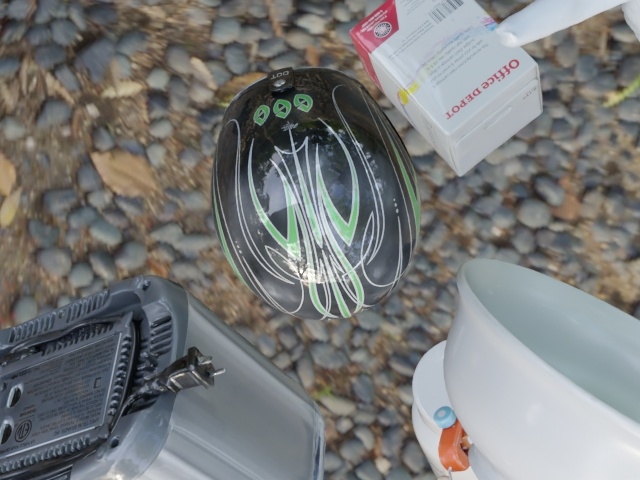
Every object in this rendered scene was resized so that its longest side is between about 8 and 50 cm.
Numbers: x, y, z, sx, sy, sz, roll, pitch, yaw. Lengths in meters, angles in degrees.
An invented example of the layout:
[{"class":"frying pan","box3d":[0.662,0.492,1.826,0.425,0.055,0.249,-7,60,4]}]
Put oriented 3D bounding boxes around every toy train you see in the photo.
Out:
[{"class":"toy train","box3d":[0.149,0.230,1.195,0.046,0.125,0.166,-13,125,32]}]

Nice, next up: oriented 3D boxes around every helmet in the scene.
[{"class":"helmet","box3d":[-0.003,-0.026,0.983,0.169,0.169,0.162,-5,57,-11]}]

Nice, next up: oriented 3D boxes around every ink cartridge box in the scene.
[{"class":"ink cartridge box","box3d":[0.143,-0.187,1.490,0.128,0.127,0.176,-38,67,-2]}]

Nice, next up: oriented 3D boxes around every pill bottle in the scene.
[{"class":"pill bottle","box3d":[0.167,0.195,1.436,0.131,0.131,0.229,-33,148,-4]}]

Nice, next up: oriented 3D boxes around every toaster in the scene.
[{"class":"toaster","box3d":[-0.098,0.112,0.713,0.227,0.129,0.146,-22,136,31]}]

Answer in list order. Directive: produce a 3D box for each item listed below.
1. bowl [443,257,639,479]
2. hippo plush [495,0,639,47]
[{"class":"bowl","box3d":[0.207,0.145,1.027,0.298,0.298,0.134,23,106,-15]},{"class":"hippo plush","box3d":[0.277,-0.169,0.641,0.294,0.236,0.234,26,56,-27]}]
